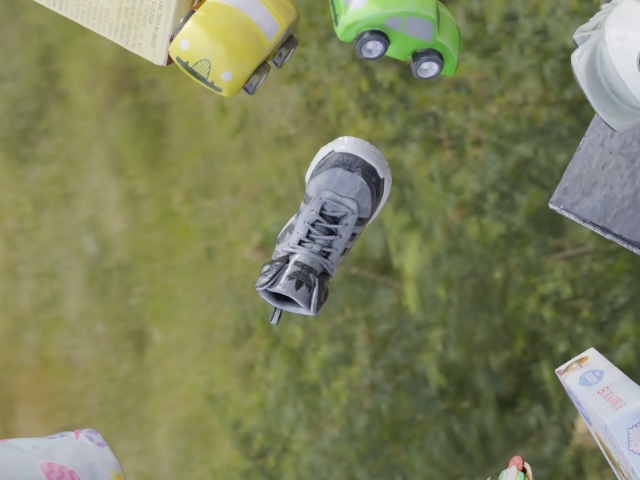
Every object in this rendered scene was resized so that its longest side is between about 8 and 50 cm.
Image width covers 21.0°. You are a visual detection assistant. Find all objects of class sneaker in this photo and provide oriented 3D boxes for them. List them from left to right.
[{"bbox_3d":[0.000,0.000,2.072,0.153,0.101,0.268,-66,3,-39],"label":"sneaker"},{"bbox_3d":[0.320,-0.209,1.497,0.146,0.330,0.122,-32,107,28],"label":"sneaker"}]

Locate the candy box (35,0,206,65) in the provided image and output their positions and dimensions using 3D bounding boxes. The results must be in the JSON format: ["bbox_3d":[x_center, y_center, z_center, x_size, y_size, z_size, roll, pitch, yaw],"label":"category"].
[{"bbox_3d":[-0.190,-0.260,1.331,0.316,0.183,0.087,28,125,19],"label":"candy box"}]

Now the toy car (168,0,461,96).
[{"bbox_3d":[0.003,-0.167,1.117,0.053,0.225,0.239,-54,33,37],"label":"toy car"}]

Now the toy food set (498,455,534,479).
[{"bbox_3d":[0.201,0.271,1.829,0.083,0.020,0.082,-143,75,-76],"label":"toy food set"}]

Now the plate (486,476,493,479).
[{"bbox_3d":[0.137,0.309,1.574,0.188,0.024,0.188,5,-90,-78],"label":"plate"}]

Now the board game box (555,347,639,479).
[{"bbox_3d":[0.429,0.310,2.178,0.318,0.066,0.318,59,180,-7],"label":"board game box"}]

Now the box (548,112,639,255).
[{"bbox_3d":[0.475,-0.025,1.970,0.182,0.296,0.294,-64,28,4],"label":"box"}]

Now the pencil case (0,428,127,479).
[{"bbox_3d":[-0.274,0.217,1.289,0.113,0.273,0.124,3,97,49],"label":"pencil case"}]
